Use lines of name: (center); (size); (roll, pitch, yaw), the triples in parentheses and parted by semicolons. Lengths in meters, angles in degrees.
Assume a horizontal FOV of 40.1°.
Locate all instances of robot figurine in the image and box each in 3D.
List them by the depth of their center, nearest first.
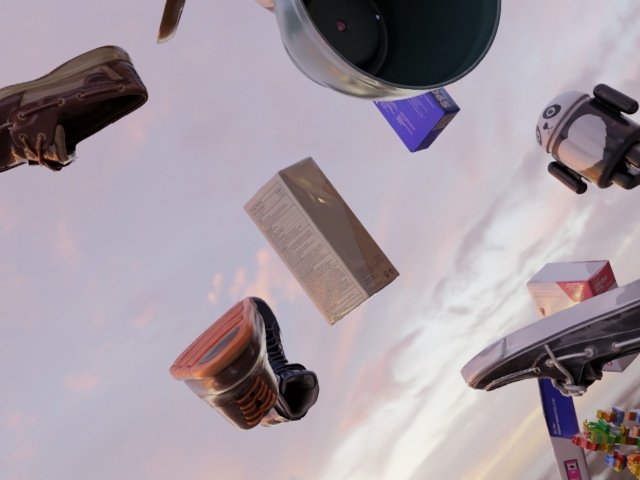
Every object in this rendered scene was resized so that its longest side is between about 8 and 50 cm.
robot figurine: (0.631, -0.229, 2.025); (0.209, 0.278, 0.173); (-49, -23, -5)

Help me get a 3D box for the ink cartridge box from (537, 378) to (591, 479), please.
ink cartridge box: (0.511, 0.423, 1.815); (0.069, 0.371, 0.175); (-15, 32, 16)

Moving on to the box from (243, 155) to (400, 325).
box: (0.000, 0.000, 1.789); (0.121, 0.311, 0.148); (-31, -6, -47)

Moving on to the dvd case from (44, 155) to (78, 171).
dvd case: (-0.640, -0.215, 1.970); (0.018, 0.165, 0.221); (-58, 9, 7)

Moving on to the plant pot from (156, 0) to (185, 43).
plant pot: (-0.288, -0.512, 1.797); (0.236, 0.032, 0.236); (-164, 90, -80)

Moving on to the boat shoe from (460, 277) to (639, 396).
boat shoe: (0.329, 0.150, 1.146); (0.306, 0.105, 0.113); (-28, -21, 23)

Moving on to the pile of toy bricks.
pile of toy bricks: (0.514, 0.349, 1.564); (0.212, 0.105, 0.118); (-136, 54, -81)

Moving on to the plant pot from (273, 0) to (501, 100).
plant pot: (0.059, -0.308, 1.150); (0.293, 0.293, 0.196); (-36, 7, -25)

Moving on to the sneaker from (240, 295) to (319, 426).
sneaker: (-0.072, 0.193, 1.455); (0.086, 0.226, 0.163); (-9, -9, -25)

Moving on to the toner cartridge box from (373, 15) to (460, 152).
toner cartridge box: (0.208, -0.419, 2.332); (0.075, 0.348, 0.165); (-18, -23, -42)

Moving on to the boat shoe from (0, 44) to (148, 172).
boat shoe: (-0.426, -0.172, 1.362); (0.342, 0.123, 0.123); (-30, -25, -10)

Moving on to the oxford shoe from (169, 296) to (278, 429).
oxford shoe: (-0.098, 0.161, 1.090); (0.130, 0.132, 0.363); (-42, -1, -10)

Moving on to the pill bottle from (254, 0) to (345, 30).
pill bottle: (-0.040, -0.516, 1.745); (0.301, 0.169, 0.169); (23, -67, -41)

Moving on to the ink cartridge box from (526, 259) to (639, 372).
ink cartridge box: (0.542, 0.158, 1.808); (0.092, 0.217, 0.159); (-36, 18, -34)
